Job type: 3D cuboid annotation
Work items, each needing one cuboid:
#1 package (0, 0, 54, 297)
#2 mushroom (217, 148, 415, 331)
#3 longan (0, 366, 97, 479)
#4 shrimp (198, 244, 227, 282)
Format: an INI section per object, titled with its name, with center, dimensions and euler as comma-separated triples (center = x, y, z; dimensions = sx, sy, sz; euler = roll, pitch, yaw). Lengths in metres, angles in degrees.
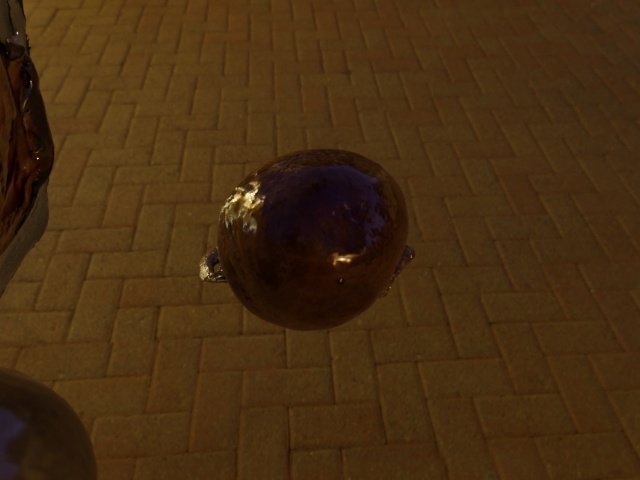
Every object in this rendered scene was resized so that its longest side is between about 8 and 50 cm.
[package]
center = -0.157, -0.059, 0.261
dimensions = 0.030, 0.239, 0.154
euler = 1, 37, -8
[mushroom]
center = 0.012, 0.002, 0.840
dimensions = 0.283, 0.263, 0.195
euler = 17, -5, -39
[longan]
center = -0.386, 0.273, 0.644
dimensions = 0.297, 0.297, 0.297
euler = 3, 39, -2
[shrimp]
center = -0.130, 0.026, 1.016
dimensions = 0.178, 0.034, 0.124
euler = -12, 30, 11
